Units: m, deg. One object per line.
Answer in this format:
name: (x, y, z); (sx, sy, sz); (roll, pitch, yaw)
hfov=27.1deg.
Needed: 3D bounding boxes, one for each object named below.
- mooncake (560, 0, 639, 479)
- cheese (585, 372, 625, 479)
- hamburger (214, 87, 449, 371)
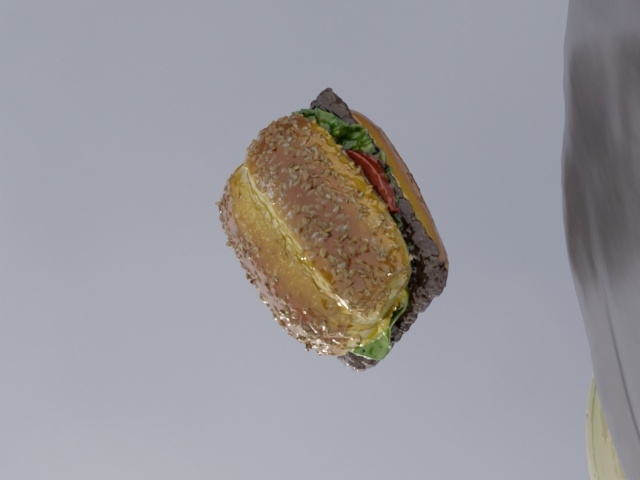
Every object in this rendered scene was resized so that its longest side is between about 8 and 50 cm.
mooncake: (0.175, 0.025, 0.407); (0.154, 0.306, 0.306); (-16, -110, -3)
cheese: (0.234, 0.090, 0.942); (0.127, 0.050, 0.255); (-15, -109, 4)
hamburger: (0.000, 0.000, 0.830); (0.137, 0.087, 0.166); (-52, -123, 37)
